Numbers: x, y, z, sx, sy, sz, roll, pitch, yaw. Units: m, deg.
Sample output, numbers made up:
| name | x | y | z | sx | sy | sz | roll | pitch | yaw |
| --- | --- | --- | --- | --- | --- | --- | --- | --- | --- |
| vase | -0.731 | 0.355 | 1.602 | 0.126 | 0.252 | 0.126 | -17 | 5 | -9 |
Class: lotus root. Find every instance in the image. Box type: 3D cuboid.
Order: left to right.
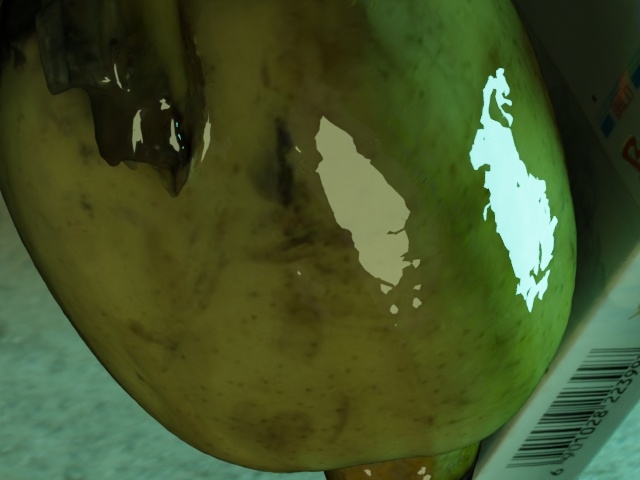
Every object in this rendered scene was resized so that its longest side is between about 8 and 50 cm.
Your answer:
| name | x | y | z | sx | sy | sz | roll | pitch | yaw |
| --- | --- | --- | --- | --- | --- | --- | --- | --- | --- |
| lotus root | 0.000 | 0.000 | 0.636 | 0.182 | 0.183 | 0.310 | -25 | 123 | 0 |

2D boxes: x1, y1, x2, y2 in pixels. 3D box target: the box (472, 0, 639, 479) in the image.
| name | x | y | z | sx | sy | sz | roll | pitch | yaw |
| --- | --- | --- | --- | --- | --- | --- | --- | --- | --- |
| box | 0.099 | -0.028 | 0.713 | 0.067 | 0.149 | 0.233 | -3 | 139 | -32 |
